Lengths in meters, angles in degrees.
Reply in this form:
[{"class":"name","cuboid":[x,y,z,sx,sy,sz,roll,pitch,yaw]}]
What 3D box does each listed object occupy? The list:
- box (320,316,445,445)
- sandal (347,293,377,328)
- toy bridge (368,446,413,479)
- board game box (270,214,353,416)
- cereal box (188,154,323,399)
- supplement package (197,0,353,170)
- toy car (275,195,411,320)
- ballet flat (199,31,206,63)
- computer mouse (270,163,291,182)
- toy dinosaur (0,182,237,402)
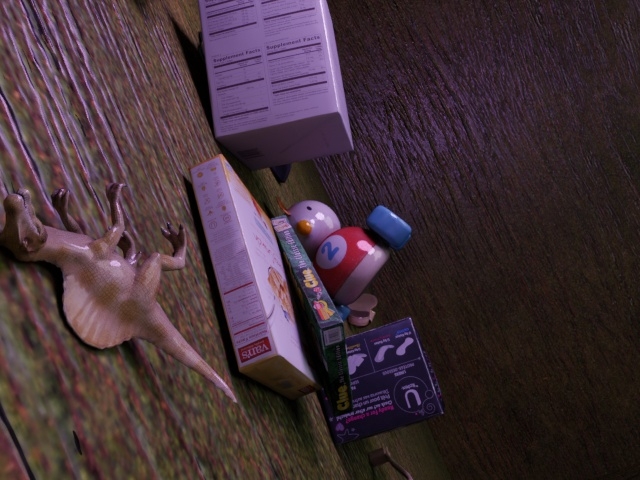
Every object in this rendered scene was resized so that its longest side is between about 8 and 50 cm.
[{"class":"box","cuboid":[0.099,0.227,0.852,0.247,0.164,0.142,50,21,-69]},{"class":"sandal","cuboid":[0.110,0.219,1.536,0.240,0.088,0.079,-46,144,-76]},{"class":"toy bridge","cuboid":[0.123,0.406,0.861,0.188,0.063,0.026,-101,166,-63]},{"class":"board game box","cuboid":[-0.016,0.082,0.685,0.259,0.031,0.136,-121,-158,-58]},{"class":"cereal box","cuboid":[-0.069,0.046,0.599,0.173,0.048,0.240,60,8,-62]},{"class":"supplement package","cuboid":[-0.069,-0.283,0.905,0.199,0.198,0.262,39,42,-78]},{"class":"toy car","cuboid":[0.000,0.000,0.947,0.238,0.219,0.210,38,2,9]},{"class":"ballet flat","cuboid":[-0.202,-0.381,1.044,0.168,0.053,0.057,-106,170,-53]},{"class":"computer mouse","cuboid":[-0.115,-0.229,1.198,0.184,0.060,0.262,-106,170,-58]},{"class":"toy dinosaur","cuboid":[-0.117,0.028,0.325,0.183,0.053,0.092,53,29,-38]}]
